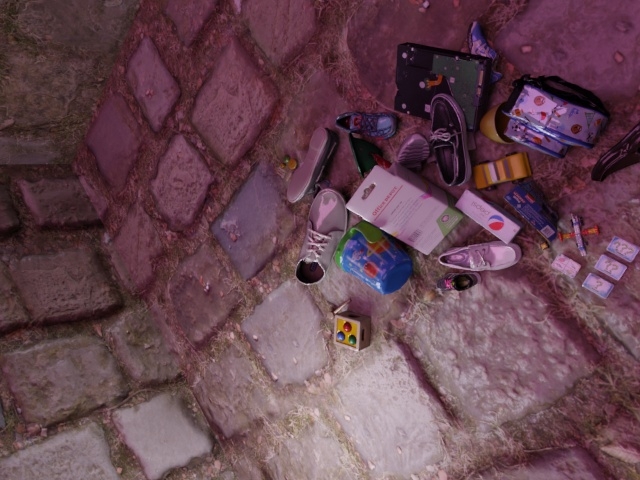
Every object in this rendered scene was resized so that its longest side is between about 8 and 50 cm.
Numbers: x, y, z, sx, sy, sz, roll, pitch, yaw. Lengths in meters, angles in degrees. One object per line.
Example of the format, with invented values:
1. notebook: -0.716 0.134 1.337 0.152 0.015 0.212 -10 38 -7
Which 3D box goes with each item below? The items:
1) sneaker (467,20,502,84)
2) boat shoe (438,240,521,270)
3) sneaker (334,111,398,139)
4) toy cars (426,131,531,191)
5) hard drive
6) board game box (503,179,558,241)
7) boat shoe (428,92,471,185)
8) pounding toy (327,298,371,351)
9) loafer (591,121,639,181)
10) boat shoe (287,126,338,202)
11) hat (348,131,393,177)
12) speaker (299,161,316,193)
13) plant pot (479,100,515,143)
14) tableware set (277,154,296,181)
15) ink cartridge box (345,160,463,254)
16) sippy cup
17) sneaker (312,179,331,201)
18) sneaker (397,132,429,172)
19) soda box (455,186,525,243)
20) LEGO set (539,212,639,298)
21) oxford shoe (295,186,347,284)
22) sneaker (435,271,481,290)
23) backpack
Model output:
1. sneaker: 0.531 -0.606 1.736 0.081 0.080 0.211 -11 99 34
2. boat shoe: 0.533 0.061 1.815 0.277 0.096 0.098 -10 90 40
3. sneaker: 0.165 -0.435 2.023 0.262 0.125 0.104 10 103 38
4. toy cars: 0.503 -0.276 1.795 0.394 0.087 0.176 35 117 30
5. hard drive: 0.401 -0.520 1.802 0.339 0.064 0.237 28 133 39
6. board game box: 0.660 -0.110 1.648 0.194 0.194 0.060 45 121 2
7. boat shoe: 0.405 -0.328 1.747 0.113 0.105 0.306 -4 97 46
8. pounding toy: 0.098 0.338 2.217 0.206 0.094 0.181 11 104 38
9. loafer: 0.861 -0.241 1.509 0.078 0.080 0.220 51 124 22
10. boat shoe: -0.025 -0.297 2.187 0.112 0.095 0.335 42 112 41
11. hat: 0.224 -0.336 2.026 0.184 0.173 0.208 -16 119 13
12. speaker: -0.051 -0.266 2.273 0.055 0.055 0.136 -11 90 40
13. plant pot: 0.568 -0.371 1.713 0.095 0.134 0.134 4 100 62
14. tableware set: -0.121 -0.305 2.348 0.154 0.024 0.104 38 116 30
15. ink cartridge box: 0.284 -0.127 1.850 0.353 0.119 0.207 29 122 -13
16. sippy cup: 0.212 0.073 1.972 0.224 0.305 0.240 43 109 36
17. sneaker: -0.005 -0.157 2.235 0.071 0.083 0.190 9 104 37
18. sneaker: 0.307 -0.320 1.851 0.105 0.281 0.115 -6 80 0
19. soda box: 0.560 -0.084 1.774 0.216 0.069 0.074 41 120 20
20. LEGO set: 0.796 0.037 1.624 0.244 0.060 0.182 37 114 30
21. oxford shoe: 0.000 0.000 2.198 0.169 0.130 0.449 22 114 11
22. sneaker: 0.475 0.148 1.890 0.170 0.075 0.063 -13 88 40
23. backpack: 0.675 -0.351 1.541 0.263 0.276 0.213 26 117 27
